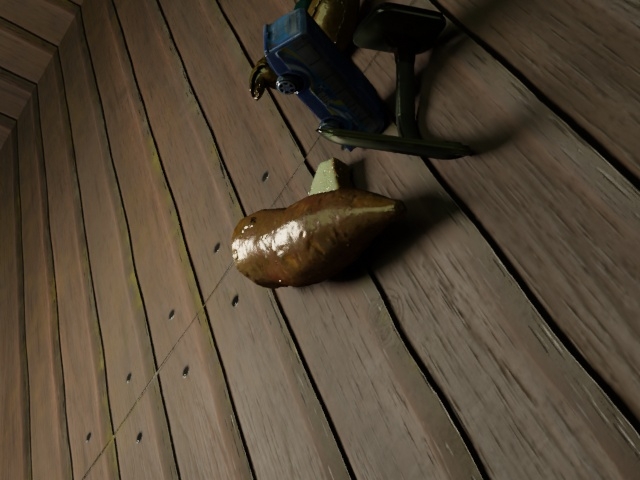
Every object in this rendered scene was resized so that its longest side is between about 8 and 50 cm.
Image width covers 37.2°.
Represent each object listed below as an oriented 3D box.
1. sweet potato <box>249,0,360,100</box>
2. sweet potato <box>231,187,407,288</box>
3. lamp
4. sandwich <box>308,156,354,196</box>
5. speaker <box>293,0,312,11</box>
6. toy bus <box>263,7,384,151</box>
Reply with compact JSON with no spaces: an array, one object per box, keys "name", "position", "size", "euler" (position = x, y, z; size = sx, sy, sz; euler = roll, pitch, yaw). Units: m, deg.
[{"name":"sweet potato","position":[-0.004,-0.353,1.621],"size":[0.124,0.098,0.310],"euler":[42,101,33]},{"name":"sweet potato","position":[-0.002,-0.002,1.351],"size":[0.337,0.131,0.131],"euler":[-12,59,54]},{"name":"lamp","position":[0.080,-0.208,1.306],"size":[0.124,0.203,0.283],"euler":[122,151,-52]},{"name":"sandwich","position":[0.008,-0.072,1.468],"size":[0.105,0.036,0.093],"euler":[-47,36,31]},{"name":"speaker","position":[-0.004,-0.397,1.709],"size":[0.095,0.060,0.075],"euler":[-4,60,17]},{"name":"toy bus","position":[0.008,-0.230,1.392],"size":[0.094,0.236,0.079],"euler":[-21,47,28]}]
